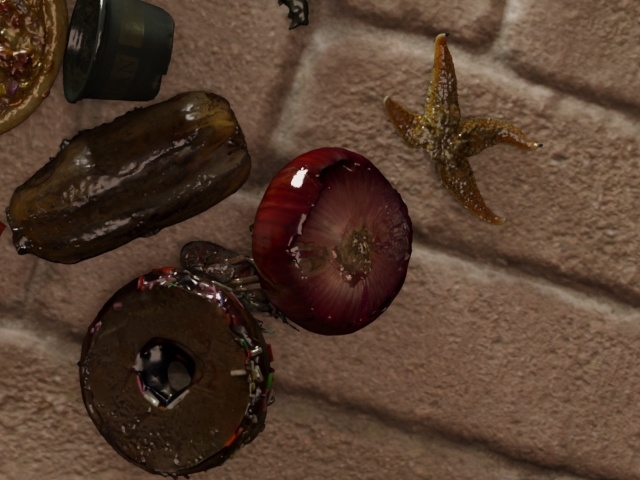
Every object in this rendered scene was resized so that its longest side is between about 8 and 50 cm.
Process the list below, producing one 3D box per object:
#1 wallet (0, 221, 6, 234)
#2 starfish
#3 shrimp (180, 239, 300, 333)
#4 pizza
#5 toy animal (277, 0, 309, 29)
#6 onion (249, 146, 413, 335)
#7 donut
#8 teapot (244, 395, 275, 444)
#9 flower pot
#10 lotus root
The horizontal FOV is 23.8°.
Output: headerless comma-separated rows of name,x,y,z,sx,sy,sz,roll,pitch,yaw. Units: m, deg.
wallet,-0.507,0.029,1.906,0.142,0.045,0.204,32,90,-12
starfish,0.191,-0.141,2.014,0.138,0.050,0.247,-44,109,-3
shrimp,-0.101,0.064,1.973,0.190,0.075,0.073,40,56,-18
pizza,-0.383,-0.229,1.890,0.127,0.058,0.246,36,87,-12
toy animal,-0.015,-0.333,1.952,0.065,0.047,0.135,23,94,-7
onion,0.010,-0.001,1.933,0.248,0.161,0.248,-12,114,-28
donut,-0.178,0.164,1.909,0.270,0.103,0.269,1,93,20
teapot,-0.107,0.237,1.992,0.068,0.076,0.121,30,118,-21
flower pot,-0.246,-0.237,1.874,0.107,0.157,0.157,10,95,-22
lotus root,-0.245,-0.075,1.925,0.329,0.078,0.167,-28,99,-6
